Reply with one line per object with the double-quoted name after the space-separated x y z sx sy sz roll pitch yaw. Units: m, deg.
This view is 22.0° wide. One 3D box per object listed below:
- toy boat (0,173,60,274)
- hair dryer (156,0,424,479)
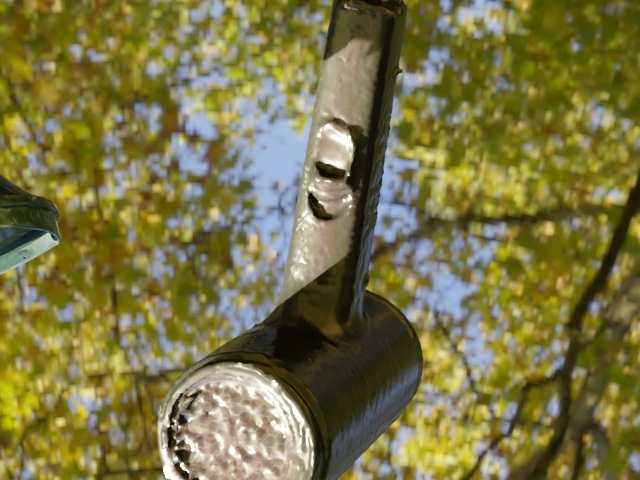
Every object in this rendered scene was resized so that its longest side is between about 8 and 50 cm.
-0.232 0.025 0.651 0.296 0.114 0.122 -15 -105 -36 "toy boat"
0.000 0.000 0.808 0.089 0.251 0.197 12 -168 15 "hair dryer"
